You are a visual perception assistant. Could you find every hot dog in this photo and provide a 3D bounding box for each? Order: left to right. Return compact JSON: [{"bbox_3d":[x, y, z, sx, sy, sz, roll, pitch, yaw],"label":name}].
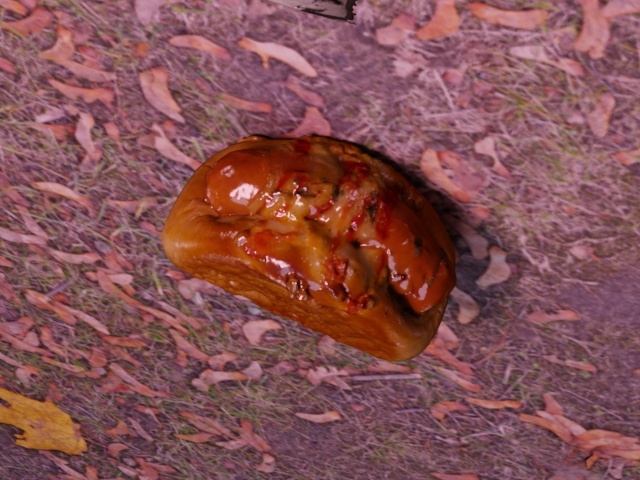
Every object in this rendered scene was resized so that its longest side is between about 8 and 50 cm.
[{"bbox_3d":[0.000,0.000,1.526,0.257,0.150,0.153,24,157,-3],"label":"hot dog"}]

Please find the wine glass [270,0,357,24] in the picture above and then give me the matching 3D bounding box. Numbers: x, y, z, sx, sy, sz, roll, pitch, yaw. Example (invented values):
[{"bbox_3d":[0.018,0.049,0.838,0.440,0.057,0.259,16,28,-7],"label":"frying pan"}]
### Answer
[{"bbox_3d":[-0.097,-0.254,1.194,0.321,0.143,0.143,19,149,-8],"label":"wine glass"}]
